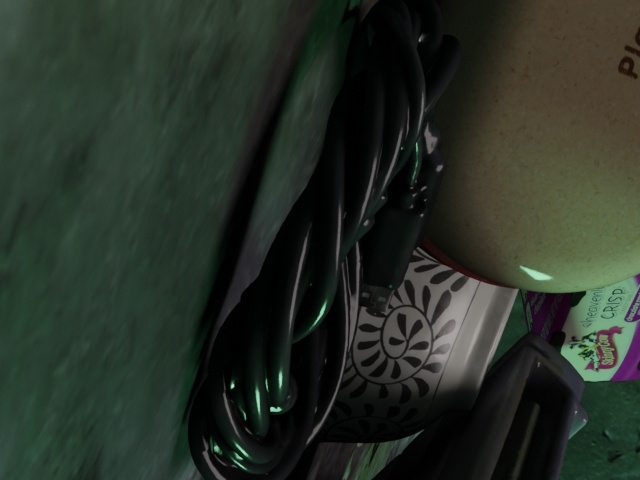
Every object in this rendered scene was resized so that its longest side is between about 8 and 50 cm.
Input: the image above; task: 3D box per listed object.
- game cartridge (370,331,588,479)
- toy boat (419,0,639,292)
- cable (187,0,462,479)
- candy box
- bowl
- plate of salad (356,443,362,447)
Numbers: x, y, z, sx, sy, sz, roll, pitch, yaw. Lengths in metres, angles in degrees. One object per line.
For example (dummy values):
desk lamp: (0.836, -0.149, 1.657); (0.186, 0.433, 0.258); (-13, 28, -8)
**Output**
game cartridge: (0.029, 0.172, 0.834); (0.230, 0.068, 0.355); (-50, 177, 15)
toy boat: (0.102, -0.093, 0.747); (0.231, 0.151, 0.151); (-69, -159, -1)
cable: (0.000, 0.000, 0.563); (0.150, 0.047, 0.184); (-56, 168, -39)
candy box: (0.157, -0.052, 1.016); (0.159, 0.071, 0.233); (98, -12, -58)
bowl: (0.053, 0.038, 0.860); (0.170, 0.080, 0.170); (21, 90, -83)
plate of salad: (0.070, 0.047, 1.115); (0.200, 0.048, 0.200); (21, 90, -83)
